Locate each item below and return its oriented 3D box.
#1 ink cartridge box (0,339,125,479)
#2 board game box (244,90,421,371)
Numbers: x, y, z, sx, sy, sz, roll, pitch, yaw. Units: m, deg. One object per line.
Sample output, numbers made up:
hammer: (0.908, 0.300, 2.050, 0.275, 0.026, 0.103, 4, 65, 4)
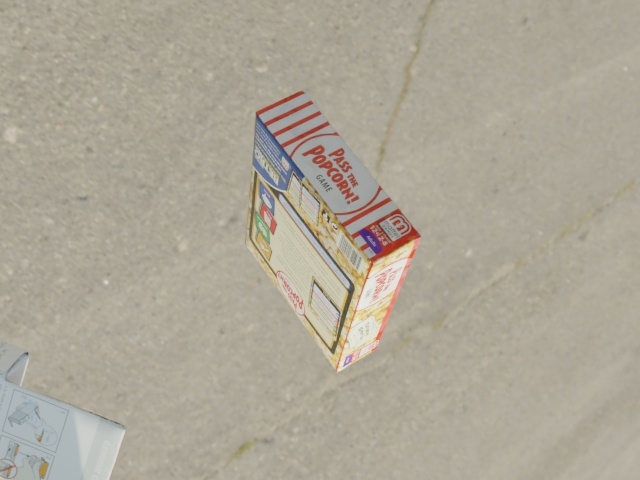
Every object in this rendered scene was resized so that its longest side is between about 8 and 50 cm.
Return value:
ink cartridge box: (-0.322, 0.225, 0.948, 0.060, 0.239, 0.275, -71, -178, -68)
board game box: (0.000, 0.000, 0.777, 0.045, 0.146, 0.193, -29, 158, -21)
